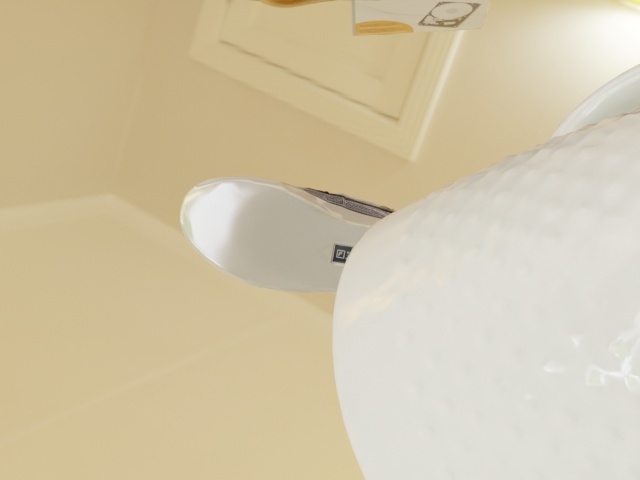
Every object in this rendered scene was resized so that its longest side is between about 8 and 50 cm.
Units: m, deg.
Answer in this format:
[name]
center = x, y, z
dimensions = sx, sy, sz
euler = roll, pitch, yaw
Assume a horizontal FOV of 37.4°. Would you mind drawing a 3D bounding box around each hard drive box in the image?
[hard drive box]
center = 0.123, -0.342, 1.177
dimensions = 0.181, 0.089, 0.232
euler = -3, 170, 3

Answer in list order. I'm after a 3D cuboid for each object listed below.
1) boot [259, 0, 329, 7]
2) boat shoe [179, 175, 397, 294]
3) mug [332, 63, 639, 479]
[boot]
center = -0.066, -0.310, 0.800
dimensions = 0.211, 0.104, 0.295
euler = 5, 155, 29
[boat shoe]
center = 0.000, 0.000, 1.144
dimensions = 0.340, 0.127, 0.158
euler = 17, -174, -7
[mug]
center = 0.226, 0.015, 0.603
dimensions = 0.276, 0.328, 0.374
euler = 39, -134, -29
